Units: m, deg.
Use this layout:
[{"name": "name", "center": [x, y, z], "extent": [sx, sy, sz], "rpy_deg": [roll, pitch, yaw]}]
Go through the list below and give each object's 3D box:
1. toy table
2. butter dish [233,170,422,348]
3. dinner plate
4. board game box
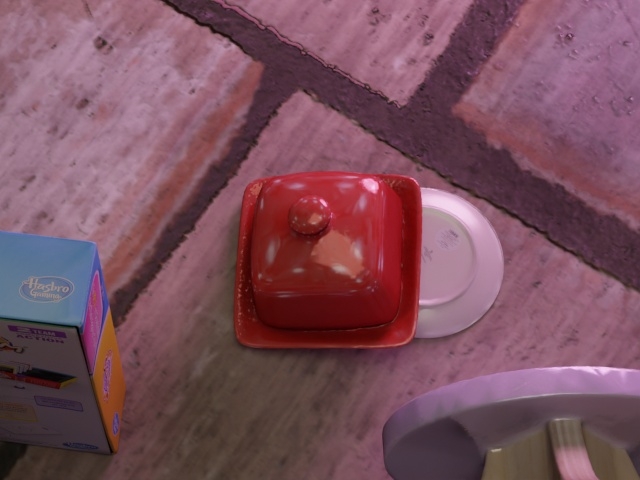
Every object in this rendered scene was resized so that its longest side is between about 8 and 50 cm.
[{"name": "toy table", "center": [0.188, 0.207, 1.331], "extent": [0.274, 0.252, 0.161], "rpy_deg": [-7, 51, 7]}, {"name": "butter dish", "center": [0.000, 0.000, 1.453], "extent": [0.159, 0.118, 0.160], "rpy_deg": [0, 67, 10]}, {"name": "dinner plate", "center": [0.089, 0.016, 1.515], "extent": [0.141, 0.017, 0.141], "rpy_deg": [1, 67, -3]}, {"name": "board game box", "center": [-0.276, 0.075, 1.313], "extent": [0.242, 0.316, 0.064], "rpy_deg": [7, 67, 0]}]
